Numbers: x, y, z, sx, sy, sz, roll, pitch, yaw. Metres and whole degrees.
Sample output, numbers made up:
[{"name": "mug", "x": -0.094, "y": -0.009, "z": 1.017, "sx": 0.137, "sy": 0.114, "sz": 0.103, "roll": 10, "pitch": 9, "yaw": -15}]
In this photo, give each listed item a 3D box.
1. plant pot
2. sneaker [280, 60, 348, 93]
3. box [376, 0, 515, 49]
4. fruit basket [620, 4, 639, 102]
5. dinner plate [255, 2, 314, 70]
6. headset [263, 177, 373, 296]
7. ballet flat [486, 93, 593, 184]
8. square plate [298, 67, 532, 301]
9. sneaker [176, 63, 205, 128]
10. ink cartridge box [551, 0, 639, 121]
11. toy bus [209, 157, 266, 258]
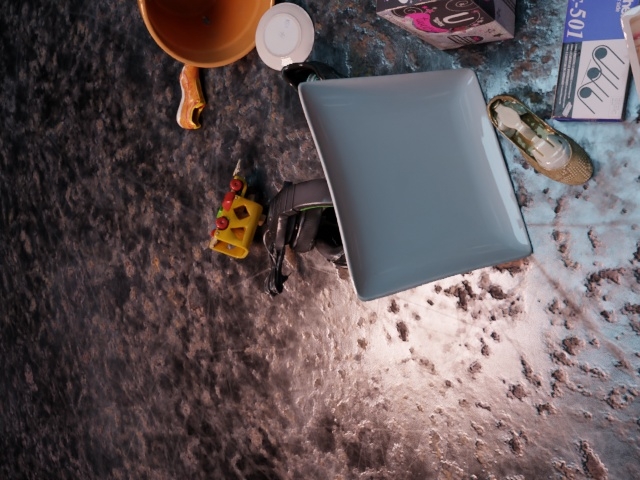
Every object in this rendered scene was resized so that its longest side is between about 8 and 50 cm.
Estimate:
[{"name": "plant pot", "x": -0.272, "y": -0.561, "z": 1.153, "sx": 0.290, "sy": 0.291, "sz": 0.203, "roll": -59, "pitch": 46, "yaw": 24}, {"name": "sneaker", "x": 0.029, "y": -0.282, "z": 1.044, "sx": 0.267, "sy": 0.106, "sz": 0.101, "roll": 35, "pitch": 112, "yaw": 27}, {"name": "box", "x": 0.206, "y": -0.409, "z": 0.814, "sx": 0.142, "sy": 0.247, "sz": 0.163, "roll": 4, "pitch": 97, "yaw": 35}, {"name": "fruit basket", "x": 0.561, "y": -0.154, "z": 0.598, "sx": 0.327, "sy": 0.165, "sz": 0.353, "roll": -14, "pitch": 105, "yaw": 29}, {"name": "dinner plate", "x": -0.081, "y": -0.445, "z": 1.144, "sx": 0.141, "sy": 0.017, "sz": 0.141, "roll": 3, "pitch": 99, "yaw": 19}, {"name": "headset", "x": 0.000, "y": 0.000, "z": 1.009, "sx": 0.394, "sy": 0.243, "sz": 0.185, "roll": -19, "pitch": 59, "yaw": 54}, {"name": "ballet flat", "x": 0.343, "y": -0.163, "z": 0.845, "sx": 0.206, "sy": 0.067, "sz": 0.073, "roll": 47, "pitch": 117, "yaw": 24}, {"name": "square plate", "x": 0.156, "y": -0.104, "z": 0.853, "sx": 0.049, "sy": 0.344, "sz": 0.347, "roll": -31, "pitch": 73, "yaw": 66}, {"name": "sneaker", "x": -0.319, "y": -0.371, "z": 1.331, "sx": 0.068, "sy": 0.064, "sz": 0.175, "roll": 10, "pitch": 106, "yaw": 15}, {"name": "ink cartridge box", "x": 0.419, "y": -0.287, "z": 0.793, "sx": 0.097, "sy": 0.046, "sz": 0.207, "roll": 10, "pitch": 99, "yaw": 35}, {"name": "toy bus", "x": -0.182, "y": -0.059, "z": 1.216, "sx": 0.104, "sy": 0.191, "sz": 0.202, "roll": 21, "pitch": 113, "yaw": -12}]
